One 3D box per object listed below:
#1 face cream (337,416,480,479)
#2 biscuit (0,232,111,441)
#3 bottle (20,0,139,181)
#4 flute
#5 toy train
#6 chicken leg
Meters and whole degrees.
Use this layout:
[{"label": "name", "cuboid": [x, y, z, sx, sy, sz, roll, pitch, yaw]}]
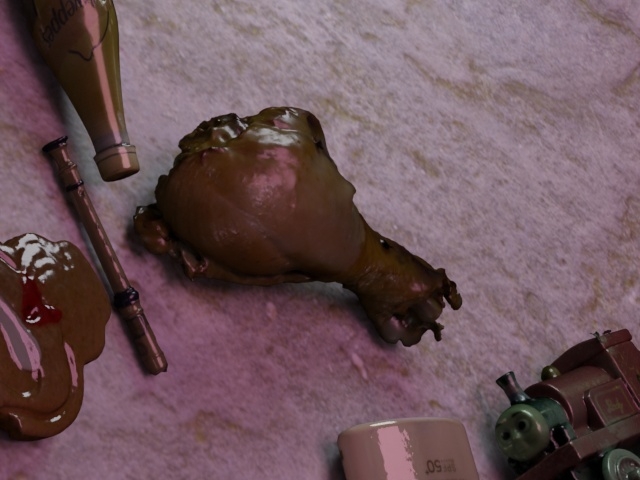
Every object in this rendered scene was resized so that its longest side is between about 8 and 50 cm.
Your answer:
[{"label": "face cream", "cuboid": [0.121, 0.346, 1.860, 0.174, 0.081, 0.348, 5, 63, -45]}, {"label": "biscuit", "cuboid": [-0.283, 0.077, 1.554, 0.320, 0.047, 0.183, 3, 63, -50]}, {"label": "bottle", "cuboid": [-0.222, -0.184, 1.769, 0.083, 0.083, 0.269, -8, 76, -54]}, {"label": "flute", "cuboid": [-0.193, 0.015, 1.724, 0.027, 0.027, 0.233, -20, 85, -55]}, {"label": "toy train", "cuboid": [0.307, 0.229, 2.144, 0.304, 0.150, 0.221, -12, 67, -53]}, {"label": "chicken leg", "cuboid": [0.000, 0.000, 1.905, 0.429, 0.153, 0.201, 34, 56, -46]}]
